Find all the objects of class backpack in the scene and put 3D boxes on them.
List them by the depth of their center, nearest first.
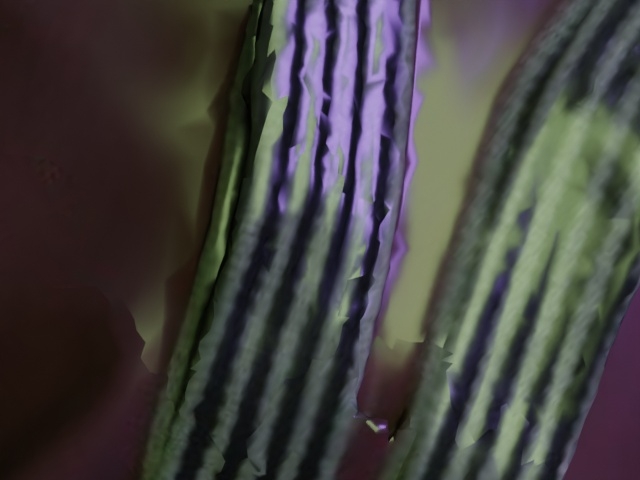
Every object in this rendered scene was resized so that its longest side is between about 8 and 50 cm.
[{"bbox_3d":[0.000,0.000,0.485,0.283,0.197,0.317,18,72,-13],"label":"backpack"}]
